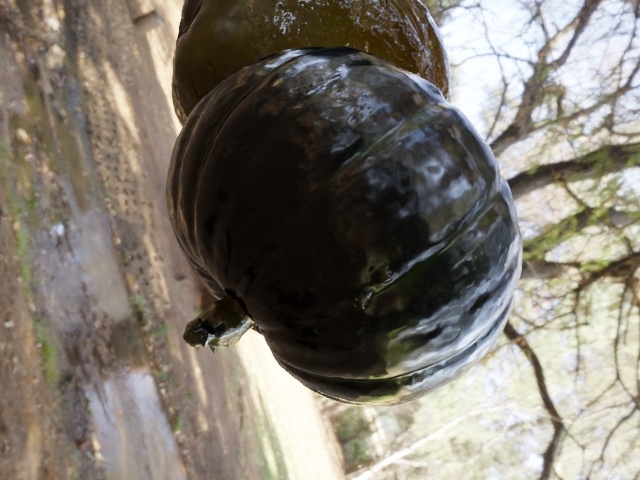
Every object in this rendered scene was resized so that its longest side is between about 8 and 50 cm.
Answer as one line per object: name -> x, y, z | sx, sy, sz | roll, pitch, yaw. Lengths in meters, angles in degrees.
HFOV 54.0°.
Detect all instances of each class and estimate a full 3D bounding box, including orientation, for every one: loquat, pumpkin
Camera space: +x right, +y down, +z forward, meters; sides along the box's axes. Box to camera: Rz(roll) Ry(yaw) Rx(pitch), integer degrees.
loquat -> -0.014, -0.152, 0.635 | 0.283, 0.276, 0.276 | 28, 14, -24
pumpkin -> 0.000, 0.000, 0.416 | 0.250, 0.216, 0.250 | 48, -16, 18
